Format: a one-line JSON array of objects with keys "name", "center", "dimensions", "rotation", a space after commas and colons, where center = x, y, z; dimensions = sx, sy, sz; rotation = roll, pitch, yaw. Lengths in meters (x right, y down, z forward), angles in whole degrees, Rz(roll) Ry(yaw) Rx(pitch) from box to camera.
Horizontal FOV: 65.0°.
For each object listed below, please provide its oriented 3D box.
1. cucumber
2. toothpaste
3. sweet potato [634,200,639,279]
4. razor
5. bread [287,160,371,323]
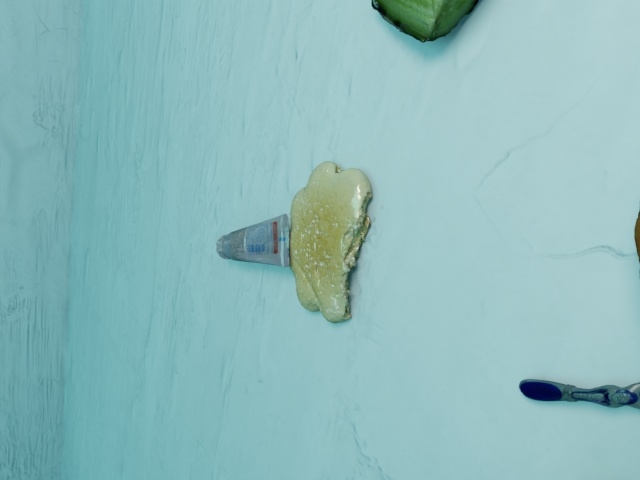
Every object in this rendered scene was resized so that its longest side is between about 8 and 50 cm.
[{"name": "cucumber", "center": [0.126, -0.308, 0.591], "dimensions": [0.193, 0.086, 0.115], "rotation": [42, 156, 44]}, {"name": "toothpaste", "center": [-0.123, 0.006, 0.922], "dimensions": [0.234, 0.057, 0.089], "rotation": [-6, 85, 56]}, {"name": "sweet potato", "center": [0.305, 0.055, 0.389], "dimensions": [0.097, 0.097, 0.251], "rotation": [-27, 73, 48]}, {"name": "razor", "center": [0.264, 0.150, 0.499], "dimensions": [0.155, 0.028, 0.044], "rotation": [-15, 81, 49]}, {"name": "bread", "center": [0.000, 0.000, 0.799], "dimensions": [0.182, 0.039, 0.250], "rotation": [26, 113, 46]}]
